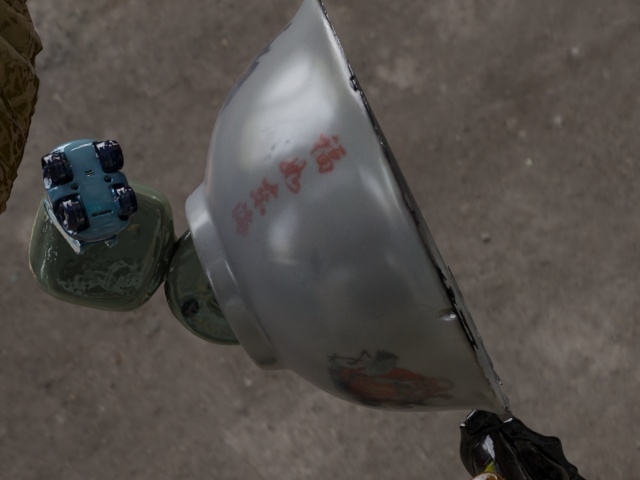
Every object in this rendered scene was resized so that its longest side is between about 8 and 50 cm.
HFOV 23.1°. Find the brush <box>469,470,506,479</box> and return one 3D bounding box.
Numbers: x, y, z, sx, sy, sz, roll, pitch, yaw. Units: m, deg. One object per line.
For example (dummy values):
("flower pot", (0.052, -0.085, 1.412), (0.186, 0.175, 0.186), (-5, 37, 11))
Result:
("brush", (0.025, 0.271, 1.265), (0.314, 0.017, 0.090), (-37, 31, 21))

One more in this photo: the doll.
("doll", (0.212, 0.236, 1.495), (0.088, 0.249, 0.127), (-54, 33, -8))

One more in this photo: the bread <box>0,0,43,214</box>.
("bread", (-0.230, -0.072, 0.635), (0.240, 0.139, 0.240), (4, 61, -8))

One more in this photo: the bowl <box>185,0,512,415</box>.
("bowl", (0.000, 0.000, 1.148), (0.157, 0.345, 0.345), (-24, 57, 5))

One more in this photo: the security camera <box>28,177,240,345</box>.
("security camera", (-0.166, 0.018, 1.708), (0.080, 0.301, 0.157), (-140, 66, -68))

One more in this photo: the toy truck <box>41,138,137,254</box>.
("toy truck", (-0.167, -0.027, 1.095), (0.056, 0.090, 0.073), (-14, 76, -25))
